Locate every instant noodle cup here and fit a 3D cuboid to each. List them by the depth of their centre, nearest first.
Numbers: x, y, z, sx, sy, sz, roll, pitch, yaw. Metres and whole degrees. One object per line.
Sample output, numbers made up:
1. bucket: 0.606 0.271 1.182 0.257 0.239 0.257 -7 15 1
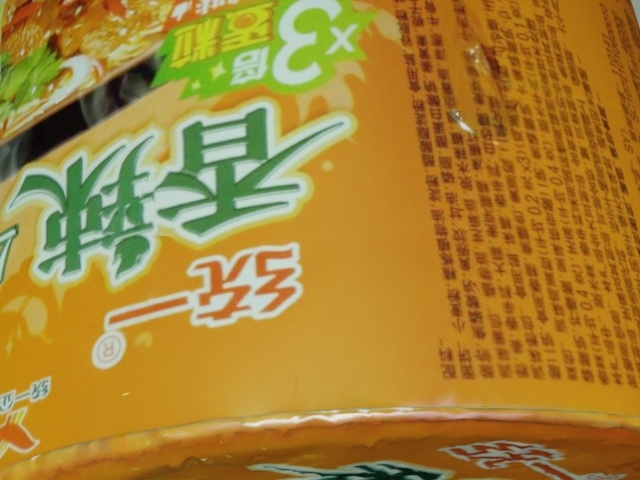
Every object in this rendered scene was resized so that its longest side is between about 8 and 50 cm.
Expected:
1. instant noodle cup: 0.000 0.000 0.522 0.230 0.230 0.182 6 66 -25

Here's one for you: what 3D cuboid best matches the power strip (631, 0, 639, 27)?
1. power strip: 0.101 -0.065 0.639 0.385 0.091 0.062 -71 159 -4
